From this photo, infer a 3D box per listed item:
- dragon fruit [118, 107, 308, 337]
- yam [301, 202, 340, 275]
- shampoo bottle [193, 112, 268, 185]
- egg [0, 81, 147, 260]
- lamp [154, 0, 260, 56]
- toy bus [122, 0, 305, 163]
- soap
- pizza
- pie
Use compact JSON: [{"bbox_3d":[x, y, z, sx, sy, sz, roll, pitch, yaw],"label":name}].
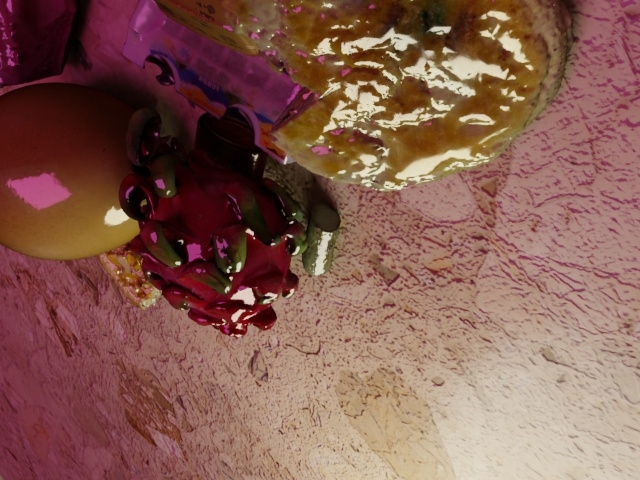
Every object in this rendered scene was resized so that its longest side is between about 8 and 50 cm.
[{"bbox_3d":[-0.143,-0.008,0.906,0.273,0.198,0.218,31,-179,-14],"label":"dragon fruit"},{"bbox_3d":[0.000,0.000,0.971,0.043,0.043,0.094,33,134,20],"label":"yam"},{"bbox_3d":[-0.137,-0.048,1.041,0.102,0.064,0.260,29,134,12],"label":"shampoo bottle"},{"bbox_3d":[-0.356,-0.096,1.061,0.323,0.250,0.250,1,118,33],"label":"egg"},{"bbox_3d":[-0.095,-0.286,0.779,0.185,0.161,0.161,31,134,24],"label":"lamp"},{"bbox_3d":[-0.108,-0.204,0.892,0.274,0.090,0.112,35,129,18],"label":"toy bus"},{"bbox_3d":[-0.438,-0.379,1.031,0.220,0.127,0.324,22,129,28],"label":"soap"},{"bbox_3d":[-0.308,0.033,1.249,0.161,0.062,0.182,-8,110,38],"label":"pizza"},{"bbox_3d":[0.062,-0.175,0.679,0.338,0.075,0.337,7,140,6],"label":"pie"}]
